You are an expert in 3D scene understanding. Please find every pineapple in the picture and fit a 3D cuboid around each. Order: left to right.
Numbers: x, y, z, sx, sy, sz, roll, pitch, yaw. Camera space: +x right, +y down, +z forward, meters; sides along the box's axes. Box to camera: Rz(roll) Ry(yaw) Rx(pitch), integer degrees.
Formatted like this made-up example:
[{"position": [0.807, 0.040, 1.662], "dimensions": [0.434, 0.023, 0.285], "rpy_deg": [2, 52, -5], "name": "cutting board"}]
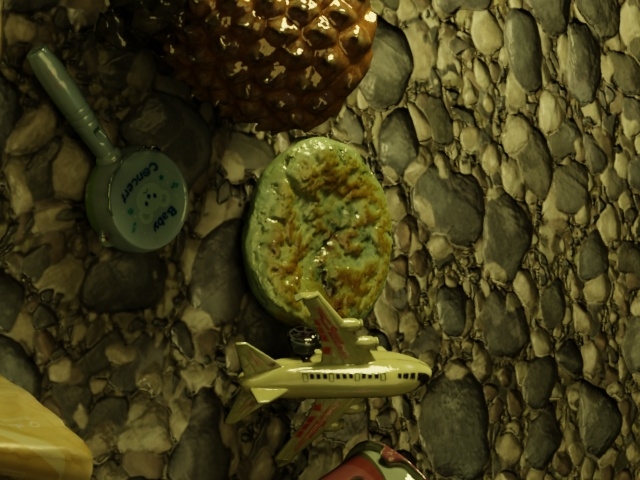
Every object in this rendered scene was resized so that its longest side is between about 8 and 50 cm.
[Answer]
[{"position": [-0.126, -0.262, 1.939], "dimensions": [0.357, 0.223, 0.223], "rpy_deg": [23, 74, -29], "name": "pineapple"}]

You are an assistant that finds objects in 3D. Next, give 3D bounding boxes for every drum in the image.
[{"position": [-0.217, -0.106, 1.940], "dimensions": [0.130, 0.049, 0.253], "rpy_deg": [-33, 112, -38], "name": "drum"}]

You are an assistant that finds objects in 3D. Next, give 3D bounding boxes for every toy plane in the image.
[{"position": [0.011, 0.154, 2.097], "dimensions": [0.244, 0.092, 0.229], "rpy_deg": [-6, 121, -26], "name": "toy plane"}]

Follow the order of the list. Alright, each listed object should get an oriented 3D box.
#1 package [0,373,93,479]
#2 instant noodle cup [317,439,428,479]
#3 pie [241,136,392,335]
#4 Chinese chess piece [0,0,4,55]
[{"position": [-0.406, 0.203, 1.691], "dimensions": [0.311, 0.221, 0.165], "rpy_deg": [15, 101, -42], "name": "package"}, {"position": [0.029, 0.368, 2.071], "dimensions": [0.178, 0.235, 0.235], "rpy_deg": [-23, 106, -30], "name": "instant noodle cup"}, {"position": [0.000, 0.000, 2.142], "dimensions": [0.240, 0.054, 0.240], "rpy_deg": [-3, 95, -43], "name": "pie"}, {"position": [-0.415, -0.202, 1.689], "dimensions": [0.257, 0.104, 0.257], "rpy_deg": [-8, 100, -48], "name": "Chinese chess piece"}]
